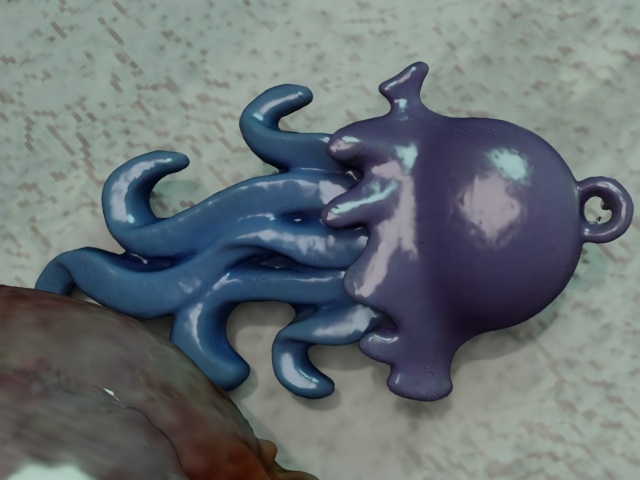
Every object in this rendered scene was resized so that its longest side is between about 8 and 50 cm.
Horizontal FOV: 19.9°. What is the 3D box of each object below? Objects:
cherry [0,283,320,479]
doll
[{"bbox_3d":[-0.126,0.103,0.537,0.250,0.175,0.192,14,92,9],"label":"cherry"},{"bbox_3d":[0.000,0.000,0.602,0.206,0.067,0.110,-5,93,14],"label":"doll"}]
